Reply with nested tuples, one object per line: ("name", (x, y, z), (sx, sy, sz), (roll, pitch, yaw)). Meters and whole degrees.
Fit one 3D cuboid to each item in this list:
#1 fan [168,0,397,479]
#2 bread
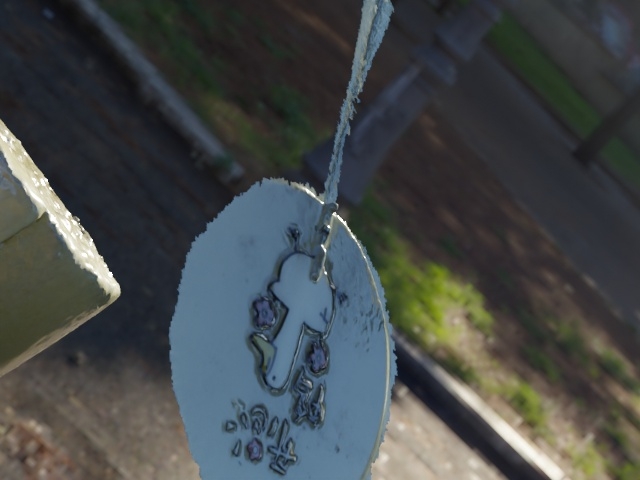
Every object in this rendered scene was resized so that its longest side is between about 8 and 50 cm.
("fan", (0.001, 0.000, 1.019), (0.233, 0.012, 0.415), (38, 56, -46))
("bread", (-0.184, 0.004, 0.682), (0.134, 0.141, 0.148), (56, -4, 27))
